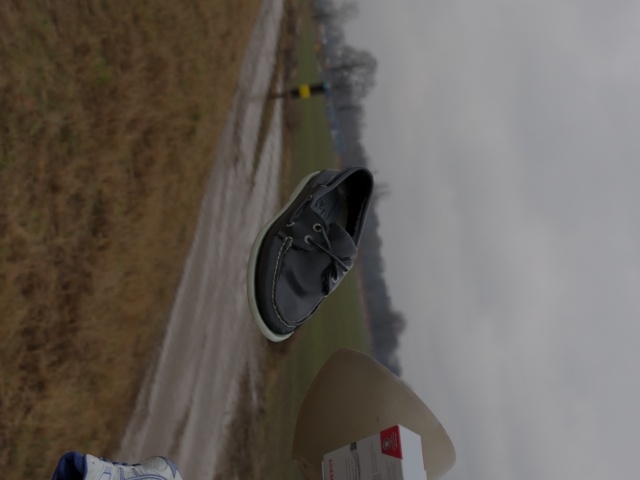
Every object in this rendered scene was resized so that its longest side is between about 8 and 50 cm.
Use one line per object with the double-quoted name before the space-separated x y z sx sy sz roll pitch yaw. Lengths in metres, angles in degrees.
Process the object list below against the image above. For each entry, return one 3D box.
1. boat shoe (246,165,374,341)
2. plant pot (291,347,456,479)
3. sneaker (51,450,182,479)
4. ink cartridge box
"boat shoe" 0.002 0.003 1.390 0.127 0.113 0.340 58 33 -19
"plant pot" 0.063 0.352 1.707 0.284 0.191 0.284 39 -23 20
"sneaker" -0.300 0.343 1.398 0.131 0.112 0.296 65 23 1
"ink cartridge box" 0.080 0.357 1.497 0.063 0.150 0.109 32 41 -39
